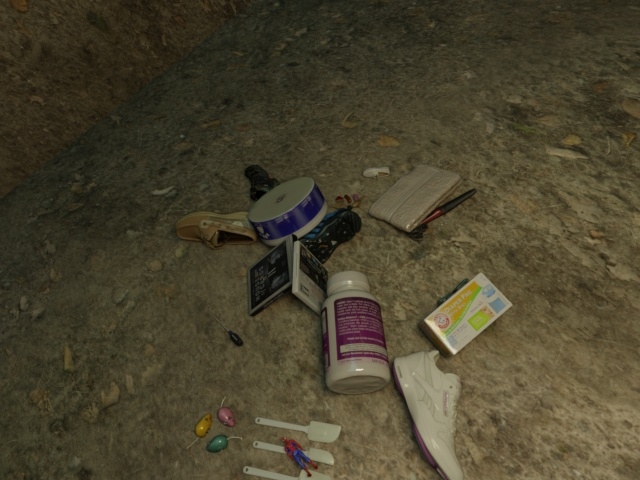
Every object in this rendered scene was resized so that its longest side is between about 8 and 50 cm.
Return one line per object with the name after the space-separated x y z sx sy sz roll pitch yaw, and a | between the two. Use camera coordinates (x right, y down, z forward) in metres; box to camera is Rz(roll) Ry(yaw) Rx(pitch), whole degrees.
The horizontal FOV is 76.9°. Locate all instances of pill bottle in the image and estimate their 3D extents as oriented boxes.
0.087 0.240 1.090 0.169 0.169 0.301 -11 53 11 | pill bottle

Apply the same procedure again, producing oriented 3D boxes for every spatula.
-0.077 0.539 1.023 0.242 0.019 0.168 0 56 19 | spatula

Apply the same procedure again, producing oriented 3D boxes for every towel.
0.318 -0.151 1.353 0.282 0.049 0.187 -43 41 -14 | towel

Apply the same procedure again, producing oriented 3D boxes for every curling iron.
0.394 -0.084 1.306 0.274 0.035 0.068 -34 45 -6 | curling iron

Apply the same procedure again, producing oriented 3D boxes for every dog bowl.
-0.114 -0.105 1.396 0.265 0.104 0.265 -23 29 14 | dog bowl

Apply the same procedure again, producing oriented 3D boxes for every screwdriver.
-0.298 0.282 1.288 0.170 0.024 0.025 36 102 38 | screwdriver

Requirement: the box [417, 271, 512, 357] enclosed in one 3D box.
0.369 0.196 1.049 0.203 0.103 0.114 -37 72 -10 | box

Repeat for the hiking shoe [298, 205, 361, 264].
0.000 0.000 1.359 0.304 0.113 0.132 -32 21 3 | hiking shoe

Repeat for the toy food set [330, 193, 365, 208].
0.102 -0.140 1.462 0.122 0.019 0.078 6 57 32 | toy food set

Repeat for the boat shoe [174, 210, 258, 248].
-0.390 -0.034 1.486 0.341 0.121 0.110 -5 53 14 | boat shoe

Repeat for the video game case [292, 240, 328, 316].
-0.027 0.119 1.205 0.022 0.190 0.173 -18 50 22 | video game case

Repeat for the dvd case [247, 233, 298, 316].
-0.152 0.111 1.283 0.238 0.029 0.179 -37 44 30 | dvd case

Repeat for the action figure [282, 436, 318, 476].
-0.057 0.528 0.998 0.115 0.030 0.038 29 70 39 | action figure

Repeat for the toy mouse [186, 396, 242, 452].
-0.277 0.515 1.101 0.143 0.031 0.161 12 60 26 | toy mouse

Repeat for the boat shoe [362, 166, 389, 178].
0.206 -0.247 1.494 0.100 0.035 0.035 -4 51 8 | boat shoe

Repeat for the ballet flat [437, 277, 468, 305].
0.384 0.154 1.140 0.114 0.041 0.041 -37 52 -9 | ballet flat

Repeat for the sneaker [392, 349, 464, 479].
0.278 0.395 0.944 0.152 0.114 0.305 -21 51 5 | sneaker

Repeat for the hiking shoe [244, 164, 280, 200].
-0.248 -0.219 1.596 0.114 0.086 0.227 -42 54 -17 | hiking shoe
